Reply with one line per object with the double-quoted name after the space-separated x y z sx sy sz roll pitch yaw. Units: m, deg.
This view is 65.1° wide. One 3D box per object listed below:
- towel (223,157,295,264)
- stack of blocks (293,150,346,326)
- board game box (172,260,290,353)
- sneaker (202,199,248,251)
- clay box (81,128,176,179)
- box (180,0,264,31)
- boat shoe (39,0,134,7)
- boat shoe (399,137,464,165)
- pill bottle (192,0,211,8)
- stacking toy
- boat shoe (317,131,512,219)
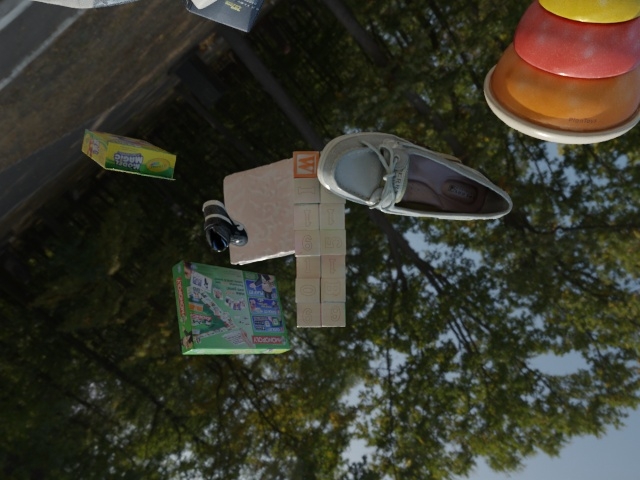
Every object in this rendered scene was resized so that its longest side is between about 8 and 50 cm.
-0.168 -0.098 1.668 0.331 0.317 0.053 -11 170 24 "towel"
0.000 0.000 0.899 0.087 0.297 0.171 0 -178 1 "stack of blocks"
-0.216 0.175 1.259 0.046 0.317 0.214 -27 -116 32 "board game box"
-0.271 -0.007 1.425 0.079 0.217 0.121 -16 -123 13 "sneaker"
-0.372 -0.168 0.978 0.222 0.127 0.053 26 -75 50 "clay box"
-0.262 -0.722 1.442 0.232 0.059 0.183 -3 138 -51 "box"
-0.445 -0.501 0.925 0.335 0.119 0.121 13 -144 22 "boat shoe"
0.228 -0.169 1.085 0.095 0.257 0.095 -50 -124 22 "boat shoe"
-0.228 -0.527 0.741 0.176 0.319 0.176 -30 -158 14 "pill bottle"
0.554 -0.473 1.019 0.350 0.480 0.351 -1 -131 1 "stacking toy"
0.152 -0.092 0.790 0.103 0.320 0.118 40 -65 64 "boat shoe"
